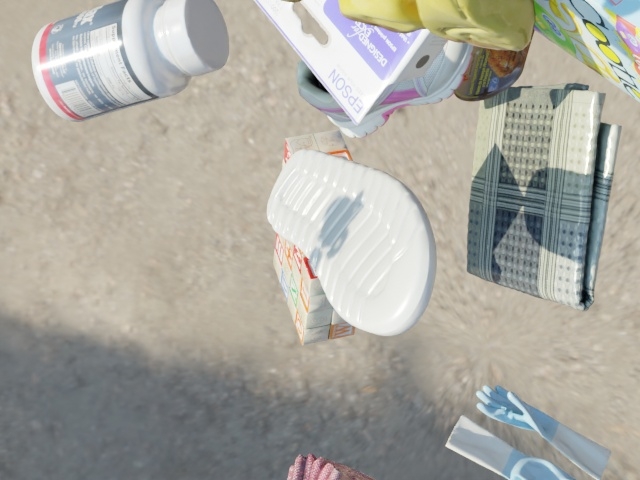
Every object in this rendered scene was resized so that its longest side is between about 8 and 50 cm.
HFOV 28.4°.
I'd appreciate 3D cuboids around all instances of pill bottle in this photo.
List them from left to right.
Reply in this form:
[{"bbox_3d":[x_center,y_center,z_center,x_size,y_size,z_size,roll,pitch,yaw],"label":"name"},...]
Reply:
[{"bbox_3d":[-0.187,-0.189,1.268,0.180,0.108,0.108,-12,83,26],"label":"pill bottle"}]

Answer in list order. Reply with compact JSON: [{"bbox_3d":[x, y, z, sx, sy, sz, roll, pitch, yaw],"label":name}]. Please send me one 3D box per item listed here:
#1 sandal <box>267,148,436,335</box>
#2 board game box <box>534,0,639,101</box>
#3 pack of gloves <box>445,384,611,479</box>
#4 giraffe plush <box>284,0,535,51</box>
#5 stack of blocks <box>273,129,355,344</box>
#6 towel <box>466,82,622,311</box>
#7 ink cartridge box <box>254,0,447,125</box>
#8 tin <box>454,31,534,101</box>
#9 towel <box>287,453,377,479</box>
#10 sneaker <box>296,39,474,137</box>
[{"bbox_3d":[0.058,-0.013,1.569,0.102,0.416,0.169,20,105,-30],"label":"sandal"},{"bbox_3d":[0.256,-0.225,1.043,0.144,0.142,0.275,-42,45,1],"label":"board game box"},{"bbox_3d":[0.327,0.304,1.925,0.232,0.195,0.046,29,123,9],"label":"pack of gloves"},{"bbox_3d":[0.031,-0.196,0.562,0.181,0.210,0.170,16,91,5],"label":"giraffe plush"},{"bbox_3d":[0.000,0.000,1.914,0.087,0.297,0.171,-10,52,-14],"label":"stack of blocks"},{"bbox_3d":[0.331,-0.079,1.922,0.056,0.312,0.324,0,98,-26],"label":"towel"},{"bbox_3d":[0.041,-0.237,1.042,0.208,0.045,0.206,-53,59,29],"label":"ink cartridge box"},{"bbox_3d":[0.229,-0.259,1.720,0.106,0.189,0.040,-17,62,-13],"label":"tin"},{"bbox_3d":[-0.026,0.316,0.859,0.037,0.237,0.329,23,80,33],"label":"towel"},{"bbox_3d":[0.066,-0.195,1.387,0.252,0.111,0.103,-31,54,43],"label":"sneaker"}]
